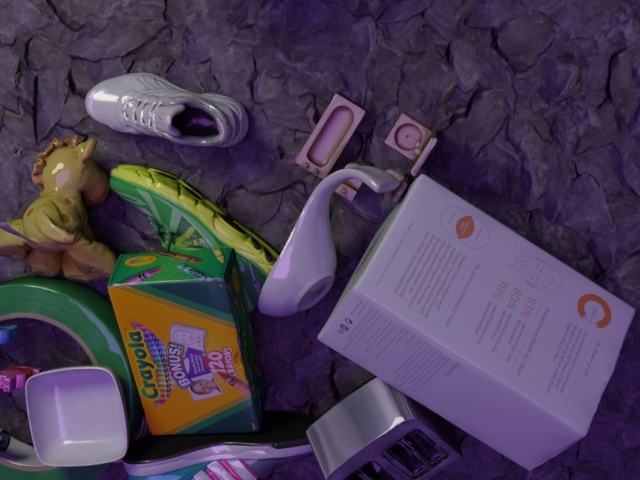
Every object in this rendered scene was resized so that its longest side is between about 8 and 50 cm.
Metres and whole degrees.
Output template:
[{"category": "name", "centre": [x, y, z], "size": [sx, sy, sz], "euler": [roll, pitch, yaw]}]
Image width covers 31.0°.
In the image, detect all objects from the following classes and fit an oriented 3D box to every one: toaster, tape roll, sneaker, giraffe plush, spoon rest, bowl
[{"category": "toaster", "centre": [0.088, 0.281, 1.629], "size": [0.168, 0.110, 0.185], "euler": [-38, 129, 10]}, {"category": "tape roll", "centre": [-0.419, 0.214, 1.709], "size": [0.321, 0.077, 0.321], "euler": [2, 100, 10]}, {"category": "sneaker", "centre": [-0.220, -0.180, 1.603], "size": [0.232, 0.115, 0.090], "euler": [8, 101, 4]}, {"category": "giraffe plush", "centre": [-0.365, -0.055, 1.633], "size": [0.181, 0.210, 0.171], "euler": [7, 68, 17]}, {"category": "sneaker", "centre": [-0.131, 0.364, 1.699], "size": [0.295, 0.124, 0.179], "euler": [-8, 110, -4]}, {"category": "spoon rest", "centre": [0.000, 0.000, 1.586], "size": [0.084, 0.137, 0.276], "euler": [47, 121, 20]}, {"category": "bowl", "centre": [-0.336, 0.243, 1.633], "size": [0.142, 0.053, 0.142], "euler": [-6, 98, 11]}, {"category": "sneaker", "centre": [-0.187, -0.001, 1.638], "size": [0.295, 0.109, 0.123], "euler": [37, 98, -2]}]

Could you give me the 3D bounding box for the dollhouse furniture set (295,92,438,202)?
[{"category": "dollhouse furniture set", "centre": [0.060, -0.123, 1.582], "size": [0.151, 0.123, 0.144], "euler": [32, 102, -1]}]

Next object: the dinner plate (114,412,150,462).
[{"category": "dinner plate", "centre": [-0.322, 0.267, 1.748], "size": [0.141, 0.017, 0.141], "euler": [1, 99, 8]}]

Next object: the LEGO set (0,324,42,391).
[{"category": "LEGO set", "centre": [-0.516, 0.153, 1.628], "size": [0.227, 0.093, 0.087], "euler": [7, 100, 9]}]

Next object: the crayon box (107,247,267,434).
[{"category": "crayon box", "centre": [-0.182, 0.146, 1.627], "size": [0.165, 0.081, 0.279], "euler": [-3, 124, 10]}]

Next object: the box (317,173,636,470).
[{"category": "box", "centre": [0.208, 0.111, 1.543], "size": [0.345, 0.168, 0.215], "euler": [32, 58, -1]}]

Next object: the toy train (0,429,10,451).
[{"category": "toy train", "centre": [-0.527, 0.276, 1.686], "size": [0.158, 0.027, 0.036], "euler": [16, 112, 6]}]
